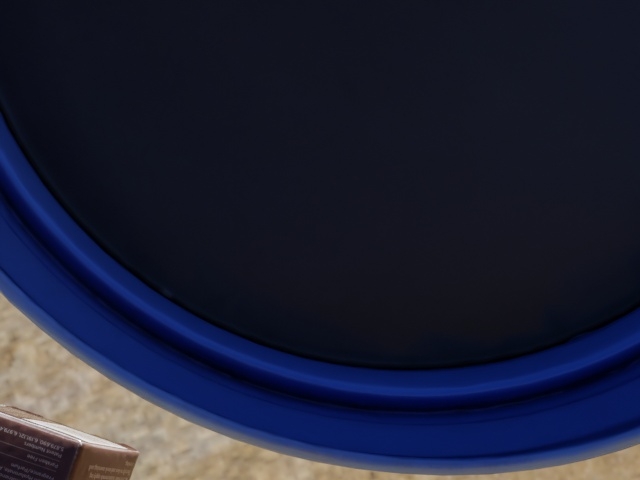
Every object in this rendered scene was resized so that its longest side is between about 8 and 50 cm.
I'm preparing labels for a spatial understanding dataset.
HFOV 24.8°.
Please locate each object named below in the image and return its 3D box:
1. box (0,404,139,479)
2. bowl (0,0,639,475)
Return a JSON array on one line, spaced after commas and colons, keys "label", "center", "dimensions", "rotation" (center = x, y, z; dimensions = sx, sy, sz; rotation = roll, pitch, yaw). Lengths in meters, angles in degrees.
[{"label": "box", "center": [-0.314, 0.279, 1.475], "dimensions": [0.167, 0.203, 0.168], "rotation": [16, -8, 16]}, {"label": "bowl", "center": [0.035, -0.118, 0.502], "dimensions": [0.391, 0.391, 0.077], "rotation": [-18, 0, -6]}]
